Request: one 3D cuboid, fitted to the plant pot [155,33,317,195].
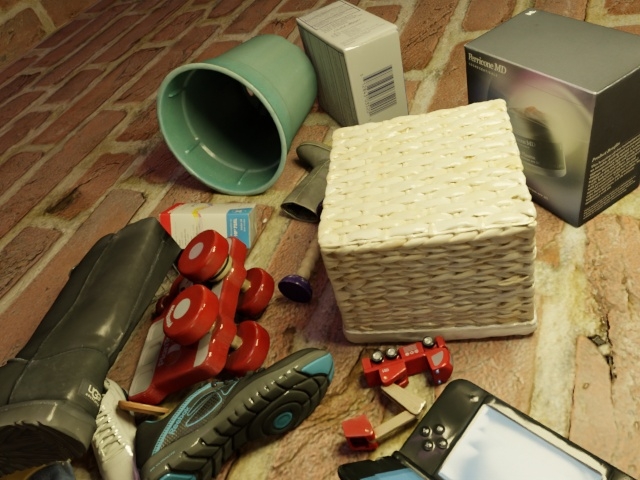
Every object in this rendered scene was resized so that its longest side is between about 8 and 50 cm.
[{"bbox_3d":[-0.181,-0.348,1.290,0.340,0.341,0.334,4,40,23],"label":"plant pot"}]

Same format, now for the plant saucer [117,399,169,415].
[{"bbox_3d":[-0.294,0.279,0.835,0.083,0.083,0.013,3,68,22],"label":"plant saucer"}]

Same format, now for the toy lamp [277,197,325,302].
[{"bbox_3d":[0.000,0.000,1.039,0.080,0.080,0.275,7,52,26],"label":"toy lamp"}]

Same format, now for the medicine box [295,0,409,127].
[{"bbox_3d":[0.084,-0.443,1.312,0.149,0.264,0.289,-27,44,-9],"label":"medicine box"}]

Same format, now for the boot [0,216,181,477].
[{"bbox_3d":[-0.470,0.158,0.871,0.366,0.146,0.445,-10,40,12],"label":"boot"}]

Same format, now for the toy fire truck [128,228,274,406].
[{"bbox_3d":[-0.236,0.137,0.938,0.253,0.169,0.302,-25,42,26],"label":"toy fire truck"}]

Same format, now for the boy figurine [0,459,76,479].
[{"bbox_3d":[-0.461,0.362,0.828,0.177,0.092,0.285,-43,44,-3],"label":"boy figurine"}]

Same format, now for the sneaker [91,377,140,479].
[{"bbox_3d":[-0.347,0.320,0.829,0.090,0.095,0.235,-33,46,-16],"label":"sneaker"}]

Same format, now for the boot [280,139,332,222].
[{"bbox_3d":[-0.030,-0.142,1.204,0.189,0.076,0.209,16,61,35],"label":"boot"}]

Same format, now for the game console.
[{"bbox_3d":[0.215,0.293,0.597,0.293,0.173,0.250,27,60,37],"label":"game console"}]

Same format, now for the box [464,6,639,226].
[{"bbox_3d":[0.441,-0.239,0.959,0.182,0.294,0.296,-31,44,-12],"label":"box"}]

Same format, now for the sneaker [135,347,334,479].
[{"bbox_3d":[-0.137,0.256,0.793,0.340,0.125,0.139,-29,39,-16],"label":"sneaker"}]

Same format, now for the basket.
[{"bbox_3d":[0.178,-0.030,0.869,0.330,0.267,0.329,-7,45,15],"label":"basket"}]

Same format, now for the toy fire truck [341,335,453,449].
[{"bbox_3d":[0.121,0.232,0.776,0.191,0.047,0.135,-17,40,3],"label":"toy fire truck"}]

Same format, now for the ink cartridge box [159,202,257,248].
[{"bbox_3d":[-0.259,-0.033,1.087,0.230,0.078,0.134,0,14,-1],"label":"ink cartridge box"}]

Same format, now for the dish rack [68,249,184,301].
[{"bbox_3d":[-0.398,0.059,1.122,0.271,0.074,0.208,-38,47,-18],"label":"dish rack"}]
